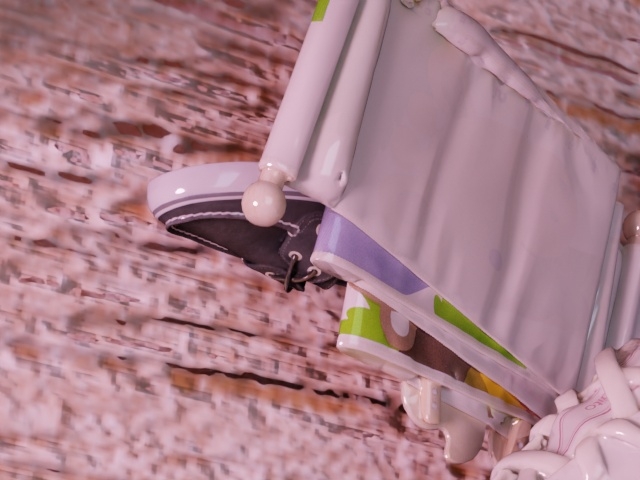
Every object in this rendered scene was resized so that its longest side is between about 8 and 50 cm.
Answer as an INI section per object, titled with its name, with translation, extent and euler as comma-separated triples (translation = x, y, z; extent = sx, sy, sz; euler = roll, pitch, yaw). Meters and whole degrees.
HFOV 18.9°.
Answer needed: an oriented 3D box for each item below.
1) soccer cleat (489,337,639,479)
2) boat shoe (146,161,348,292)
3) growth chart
[soccer cleat]
translation = 0.097, 0.099, 0.686
extent = 0.331, 0.116, 0.143
euler = -18, 111, -31
[boat shoe]
translation = 0.000, 0.000, 0.731
extent = 0.142, 0.049, 0.040
euler = 9, 68, -33
[growth chart]
translation = 0.060, -0.001, 0.742
extent = 0.237, 0.021, 0.172
euler = 44, 56, -33
